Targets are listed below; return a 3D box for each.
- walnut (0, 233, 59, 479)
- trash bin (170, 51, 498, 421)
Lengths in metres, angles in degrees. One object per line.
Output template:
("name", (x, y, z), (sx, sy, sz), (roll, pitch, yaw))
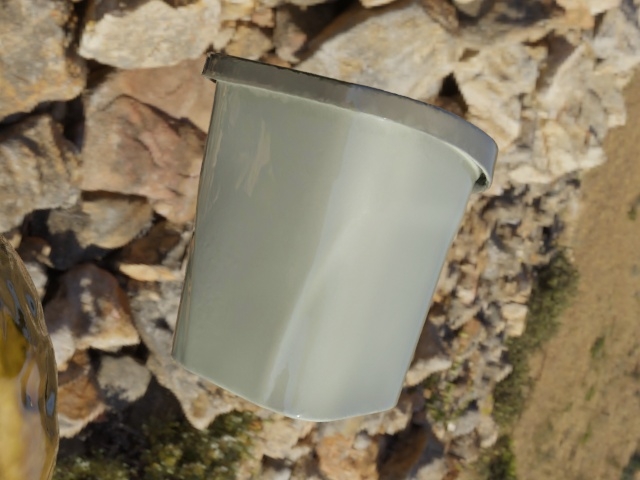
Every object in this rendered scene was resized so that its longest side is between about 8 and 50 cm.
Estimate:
("walnut", (-0.375, 0.138, 0.706), (0.354, 0.308, 0.398), (-11, 111, -28))
("trash bin", (0.000, 0.000, 0.772), (0.219, 0.220, 0.250), (6, 101, -54))
